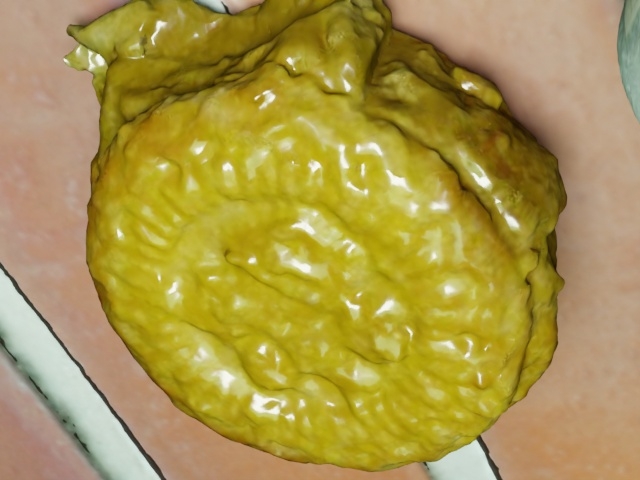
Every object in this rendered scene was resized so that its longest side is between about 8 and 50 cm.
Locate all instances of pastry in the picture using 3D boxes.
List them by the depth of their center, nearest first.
[{"bbox_3d":[0.000,0.000,0.695,0.240,0.132,0.235,-4,130,18],"label":"pastry"}]

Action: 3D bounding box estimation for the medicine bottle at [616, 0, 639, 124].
[{"bbox_3d":[0.248,-0.138,0.427,0.245,0.245,0.290,17,133,1],"label":"medicine bottle"}]
